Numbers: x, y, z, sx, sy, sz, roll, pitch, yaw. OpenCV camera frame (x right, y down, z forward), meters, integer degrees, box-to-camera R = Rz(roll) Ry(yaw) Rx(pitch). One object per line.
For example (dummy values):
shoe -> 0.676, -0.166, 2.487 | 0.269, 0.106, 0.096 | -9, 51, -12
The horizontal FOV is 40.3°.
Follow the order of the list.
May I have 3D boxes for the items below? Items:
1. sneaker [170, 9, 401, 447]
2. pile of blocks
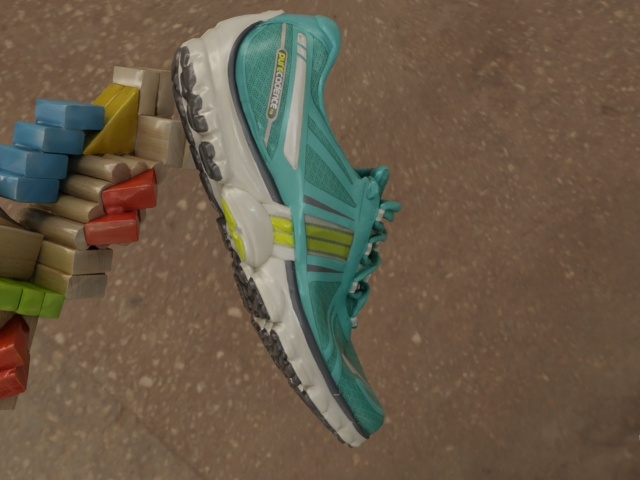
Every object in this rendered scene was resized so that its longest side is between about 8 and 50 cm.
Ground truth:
sneaker -> 0.000, 0.000, 0.523 | 0.110, 0.107, 0.275 | -19, 108, -11
pile of blocks -> -0.214, -0.017, 0.711 | 0.113, 0.362, 0.149 | 15, 155, 34
